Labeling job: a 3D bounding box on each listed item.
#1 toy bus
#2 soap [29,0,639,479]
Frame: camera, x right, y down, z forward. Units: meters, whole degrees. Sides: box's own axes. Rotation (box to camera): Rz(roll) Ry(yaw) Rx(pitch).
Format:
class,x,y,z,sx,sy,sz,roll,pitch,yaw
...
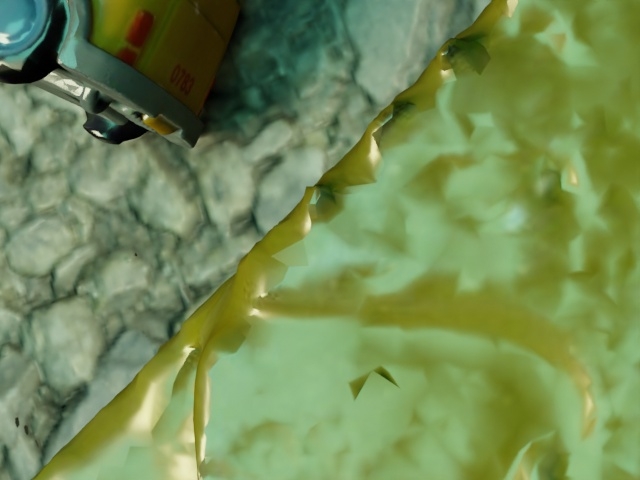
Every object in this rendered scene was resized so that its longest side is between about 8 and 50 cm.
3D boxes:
class,x,y,z,sx,sy,sz,roll,pitch,yaw
toy bus,-0.131,-0.136,0.471,0.209,0.126,0.136,25,88,15
soap,0.000,0.000,0.409,0.304,0.169,0.339,5,90,6
